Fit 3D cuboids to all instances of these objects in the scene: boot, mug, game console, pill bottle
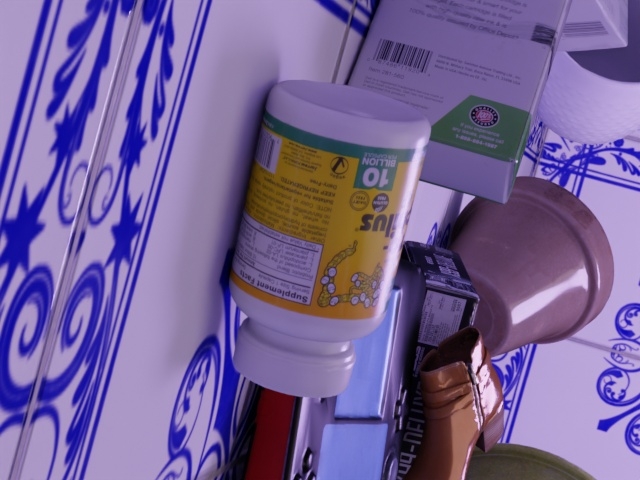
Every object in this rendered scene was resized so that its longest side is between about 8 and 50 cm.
[{"bbox_3d":[0.125,0.197,1.651,0.197,0.073,0.152,-48,138,-36],"label":"boot"},{"bbox_3d":[0.473,-0.356,2.656,0.328,0.276,0.374,99,-20,-69],"label":"mug"},{"bbox_3d":[0.021,0.173,1.457,0.386,0.060,0.342,22,81,-73],"label":"game console"},{"bbox_3d":[0.000,0.000,1.100,0.117,0.118,0.208,-41,146,-70],"label":"pill bottle"}]

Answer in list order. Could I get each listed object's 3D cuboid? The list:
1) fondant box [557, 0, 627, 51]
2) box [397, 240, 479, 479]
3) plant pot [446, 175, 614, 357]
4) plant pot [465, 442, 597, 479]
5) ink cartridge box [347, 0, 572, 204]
[{"bbox_3d":[0.252,-0.381,1.571,0.238,0.096,0.330,19,71,-69],"label":"fondant box"},{"bbox_3d":[0.104,0.173,1.833,0.242,0.077,0.307,-93,-164,-78],"label":"box"},{"bbox_3d":[0.273,0.063,2.298,0.229,0.263,0.263,-33,141,-48],"label":"plant pot"},{"bbox_3d":[0.203,0.417,1.769,0.254,0.276,0.276,-61,163,-53],"label":"plant pot"},{"bbox_3d":[0.124,-0.164,1.371,0.092,0.160,0.219,84,25,-65],"label":"ink cartridge box"}]
